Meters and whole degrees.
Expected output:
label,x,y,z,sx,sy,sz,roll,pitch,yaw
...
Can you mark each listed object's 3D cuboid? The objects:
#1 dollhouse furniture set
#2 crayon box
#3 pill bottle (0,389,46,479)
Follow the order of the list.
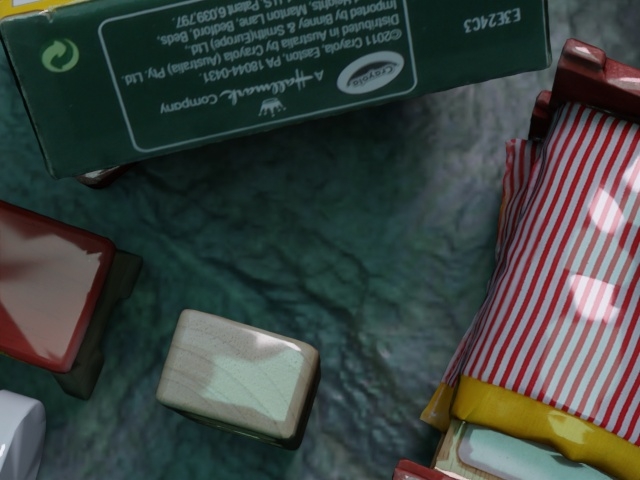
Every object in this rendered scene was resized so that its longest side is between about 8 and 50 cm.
label,x,y,z,sx,sy,sz,roll,pitch,yaw
dollhouse furniture set,0.000,0.000,0.665,0.374,0.152,0.201,19,80,5
crayon box,-0.036,-0.173,0.678,0.203,0.083,0.323,-13,42,0
pill bottle,-0.225,0.085,0.681,0.184,0.103,0.103,15,80,5
